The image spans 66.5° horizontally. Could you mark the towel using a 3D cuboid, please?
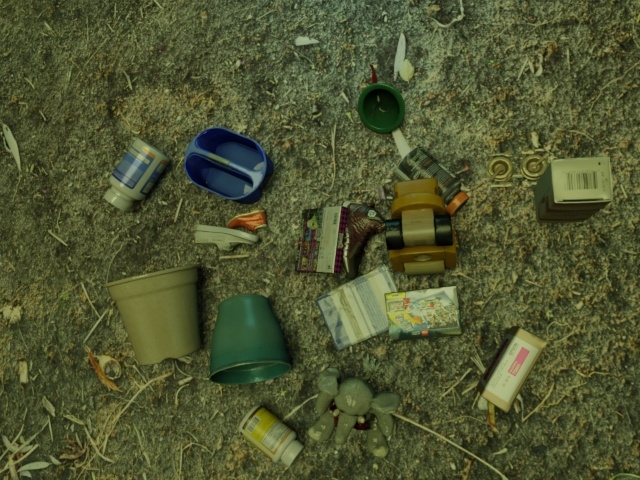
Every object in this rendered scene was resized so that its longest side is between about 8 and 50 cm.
[{"bbox_3d":[0.145,0.233,1.682,0.285,0.034,0.209,-27,77,11],"label":"towel"}]

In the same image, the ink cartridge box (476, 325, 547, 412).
[{"bbox_3d":[0.567,0.377,1.461,0.088,0.193,0.234,31,89,17],"label":"ink cartridge box"}]

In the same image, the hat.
[{"bbox_3d":[0.243,-0.523,1.788,0.173,0.183,0.208,5,124,22],"label":"hat"}]

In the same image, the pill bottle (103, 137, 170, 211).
[{"bbox_3d":[-0.736,-0.256,1.937,0.152,0.152,0.272,36,91,17],"label":"pill bottle"}]

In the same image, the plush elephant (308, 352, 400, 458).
[{"bbox_3d":[0.102,0.524,1.527,0.272,0.255,0.329,16,85,17],"label":"plush elephant"}]

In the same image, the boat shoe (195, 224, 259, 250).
[{"bbox_3d":[-0.355,-0.002,1.824,0.268,0.096,0.088,9,87,17],"label":"boat shoe"}]

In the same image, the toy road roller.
[{"bbox_3d":[0.319,-0.048,1.552,0.203,0.329,0.240,-5,62,14],"label":"toy road roller"}]

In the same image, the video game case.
[{"bbox_3d":[0.000,0.000,1.701,0.210,0.042,0.231,-3,78,49],"label":"video game case"}]

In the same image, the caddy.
[{"bbox_3d":[-0.343,-0.280,1.823,0.342,0.179,0.241,24,88,17],"label":"caddy"}]

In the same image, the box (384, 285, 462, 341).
[{"bbox_3d":[0.333,0.238,1.588,0.233,0.044,0.159,-8,86,14],"label":"box"}]

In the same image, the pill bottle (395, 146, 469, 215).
[{"bbox_3d":[0.380,-0.192,1.639,0.130,0.130,0.245,-45,72,4],"label":"pill bottle"}]

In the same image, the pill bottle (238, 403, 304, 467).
[{"bbox_3d":[-0.164,0.663,1.647,0.215,0.117,0.117,33,90,17],"label":"pill bottle"}]

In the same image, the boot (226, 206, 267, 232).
[{"bbox_3d":[-0.276,-0.062,1.833,0.158,0.059,0.084,-18,82,10],"label":"boot"}]

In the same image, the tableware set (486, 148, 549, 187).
[{"bbox_3d":[0.655,-0.243,1.622,0.194,0.039,0.128,-2,80,15],"label":"tableware set"}]

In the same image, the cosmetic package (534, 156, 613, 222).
[{"bbox_3d":[0.739,-0.140,1.449,0.153,0.296,0.129,-2,81,16],"label":"cosmetic package"}]

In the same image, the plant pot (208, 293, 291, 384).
[{"bbox_3d":[-0.249,0.331,1.666,0.272,0.271,0.255,-17,61,12],"label":"plant pot"}]

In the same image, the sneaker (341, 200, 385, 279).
[{"bbox_3d":[0.156,-0.008,1.684,0.163,0.106,0.281,-4,79,11],"label":"sneaker"}]

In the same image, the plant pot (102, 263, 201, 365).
[{"bbox_3d":[-0.567,0.266,1.743,0.334,0.334,0.305,-13,89,13],"label":"plant pot"}]
